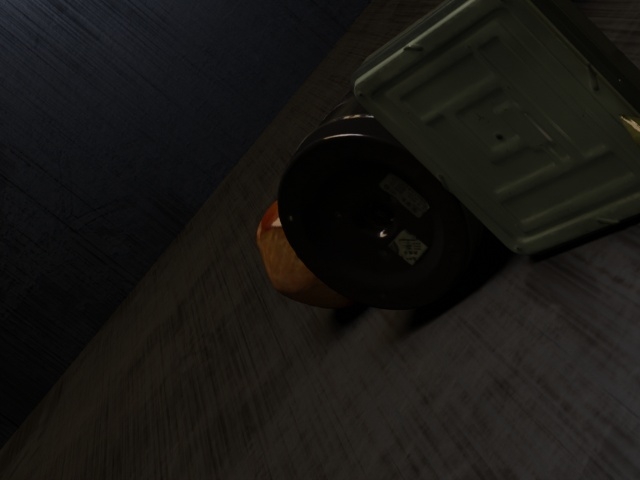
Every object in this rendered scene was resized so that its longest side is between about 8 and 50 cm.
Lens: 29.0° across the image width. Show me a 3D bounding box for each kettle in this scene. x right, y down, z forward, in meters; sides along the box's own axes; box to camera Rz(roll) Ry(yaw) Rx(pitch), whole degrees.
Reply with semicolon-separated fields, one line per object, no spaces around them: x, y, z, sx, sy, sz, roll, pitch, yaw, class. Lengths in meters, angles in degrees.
0.131;-0.129;1.419;0.321;0.228;0.324;-58;-2;41;kettle

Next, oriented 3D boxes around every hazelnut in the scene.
0.000;0.000;1.623;0.182;0.182;0.182;-47;14;16;hazelnut

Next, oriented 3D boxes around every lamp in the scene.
0.184;-0.109;1.135;0.047;0.266;0.269;-54;13;-30;lamp

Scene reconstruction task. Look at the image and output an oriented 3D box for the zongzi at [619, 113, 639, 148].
0.311;-0.083;0.993;0.104;0.113;0.052;-38;-3;36;zongzi
